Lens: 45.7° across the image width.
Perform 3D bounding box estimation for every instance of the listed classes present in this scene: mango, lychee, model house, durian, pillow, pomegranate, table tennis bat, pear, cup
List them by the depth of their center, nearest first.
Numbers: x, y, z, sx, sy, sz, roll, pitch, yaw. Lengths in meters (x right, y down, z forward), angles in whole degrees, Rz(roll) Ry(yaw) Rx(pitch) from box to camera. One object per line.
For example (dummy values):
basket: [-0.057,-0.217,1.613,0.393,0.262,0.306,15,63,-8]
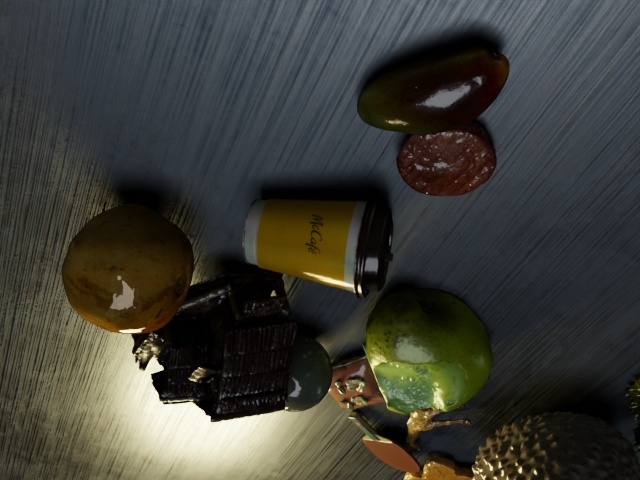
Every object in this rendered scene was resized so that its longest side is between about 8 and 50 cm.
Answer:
mango: [0.184,-0.239,1.261,0.268,0.111,0.133,-13,144,25]
cup: [0.000,0.000,1.473,0.280,0.196,0.196,9,135,10]
pomegranate: [-0.388,0.054,1.518,0.264,0.264,0.264,4,134,4]
model house: [-0.225,0.246,1.619,0.317,0.282,0.297,0,147,-26]
pear: [0.227,0.238,1.679,0.287,0.176,0.281,-9,130,14]
durian: [0.798,0.385,1.791,0.132,0.106,0.375,7,134,3]
lychee: [0.583,0.600,1.839,0.432,0.380,0.380,4,139,36]
pillow: [0.087,0.361,1.880,0.171,0.075,0.179,-20,130,24]
table tennis bat: [0.168,0.554,2.066,0.154,0.021,0.274,-10,129,49]

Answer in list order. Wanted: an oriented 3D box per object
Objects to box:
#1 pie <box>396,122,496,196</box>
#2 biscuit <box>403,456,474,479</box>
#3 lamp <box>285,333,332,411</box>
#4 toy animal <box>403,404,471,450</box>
pie: [0.229,-0.145,1.378,0.183,0.049,0.182,2,141,1]
biscuit: [0.379,0.737,2.226,0.269,0.051,0.376,-8,132,18]
lamp: [-0.120,0.296,1.804,0.314,0.182,0.182,12,139,27]
toy animal: [0.279,0.479,1.987,0.149,0.054,0.275,27,130,-24]
